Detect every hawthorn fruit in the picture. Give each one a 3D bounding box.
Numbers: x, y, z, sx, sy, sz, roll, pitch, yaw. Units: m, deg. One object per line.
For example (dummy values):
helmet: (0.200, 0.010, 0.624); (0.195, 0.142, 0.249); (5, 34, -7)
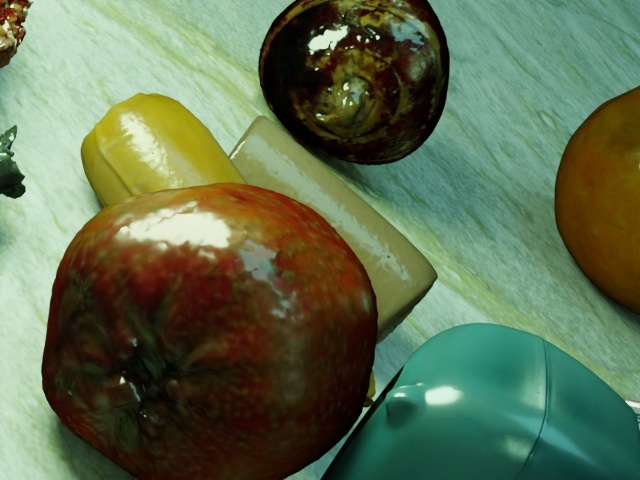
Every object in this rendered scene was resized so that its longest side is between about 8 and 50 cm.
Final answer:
hawthorn fruit: (-0.073, 0.073, 1.377); (0.254, 0.254, 0.300); (47, 19, 8)

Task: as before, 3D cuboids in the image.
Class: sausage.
sausage: (-0.082, 0.025, 1.570); (0.354, 0.116, 0.134); (53, 19, 12)
sausage: (0.000, 0.000, 1.712); (0.253, 0.123, 0.123); (39, 26, -6)

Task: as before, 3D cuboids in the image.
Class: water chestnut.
water chestnut: (0.045, -0.202, 1.987); (0.223, 0.224, 0.238); (41, 10, -4)

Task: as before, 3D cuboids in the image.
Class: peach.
peach: (0.467, -0.056, 2.270); (0.301, 0.343, 0.342); (6, 9, 29)

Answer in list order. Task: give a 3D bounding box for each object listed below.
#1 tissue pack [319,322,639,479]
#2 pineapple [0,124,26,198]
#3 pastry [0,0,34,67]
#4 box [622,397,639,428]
tissue pack: (0.099, 0.206, 1.350); (0.206, 0.287, 0.198); (31, 28, -7)
pineapple: (-0.338, -0.115, 1.434); (0.237, 0.111, 0.119); (49, 56, -9)
pastry: (-0.330, -0.211, 1.589); (0.115, 0.097, 0.208); (36, 27, -29)
box: (0.225, 0.227, 1.632); (0.190, 0.112, 0.369); (8, 9, 31)
